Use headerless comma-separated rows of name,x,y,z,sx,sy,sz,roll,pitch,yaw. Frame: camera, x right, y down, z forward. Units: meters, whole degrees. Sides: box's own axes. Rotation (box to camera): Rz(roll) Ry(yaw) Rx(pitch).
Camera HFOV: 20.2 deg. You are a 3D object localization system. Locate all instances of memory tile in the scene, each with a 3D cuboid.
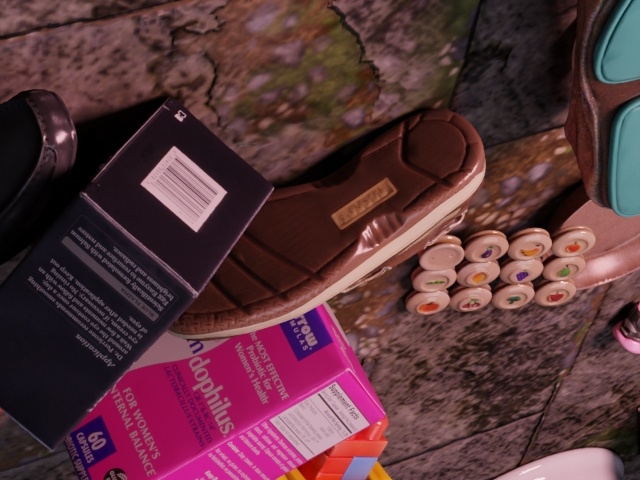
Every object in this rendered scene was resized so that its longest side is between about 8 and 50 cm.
memory tile,0.145,0.026,1.458,0.148,0.012,0.113,-4,146,-10

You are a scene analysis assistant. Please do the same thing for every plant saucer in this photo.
plant saucer,0.251,-0.020,1.496,0.168,0.029,0.168,-21,149,-13

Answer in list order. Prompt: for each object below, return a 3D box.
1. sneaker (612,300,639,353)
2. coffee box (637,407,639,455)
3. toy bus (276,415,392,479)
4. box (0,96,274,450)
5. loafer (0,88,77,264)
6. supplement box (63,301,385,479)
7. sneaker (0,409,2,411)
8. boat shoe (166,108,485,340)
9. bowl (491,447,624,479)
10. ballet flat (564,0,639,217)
sneaker,0.336,0.071,1.705,0.119,0.047,0.057,-10,135,-31
coffee box,0.440,0.286,1.919,0.098,0.247,0.141,-25,150,-3
toy bus,-0.038,0.220,1.533,0.220,0.149,0.211,3,126,-39
box,-0.127,0.018,1.095,0.158,0.093,0.156,-45,-174,29
loafer,-0.227,-0.008,1.057,0.223,0.076,0.078,-41,157,28
supplement box,-0.079,0.126,1.363,0.220,0.111,0.114,-30,150,1
sneaker,-0.263,0.103,1.222,0.175,0.064,0.067,1,150,-37
boat shoe,0.004,0.006,1.265,0.257,0.095,0.095,-26,157,-6
bowl,0.237,0.367,1.994,0.297,0.134,0.298,-20,150,-12
ballet flat,0.205,-0.137,1.193,0.107,0.106,0.316,-14,148,-10
